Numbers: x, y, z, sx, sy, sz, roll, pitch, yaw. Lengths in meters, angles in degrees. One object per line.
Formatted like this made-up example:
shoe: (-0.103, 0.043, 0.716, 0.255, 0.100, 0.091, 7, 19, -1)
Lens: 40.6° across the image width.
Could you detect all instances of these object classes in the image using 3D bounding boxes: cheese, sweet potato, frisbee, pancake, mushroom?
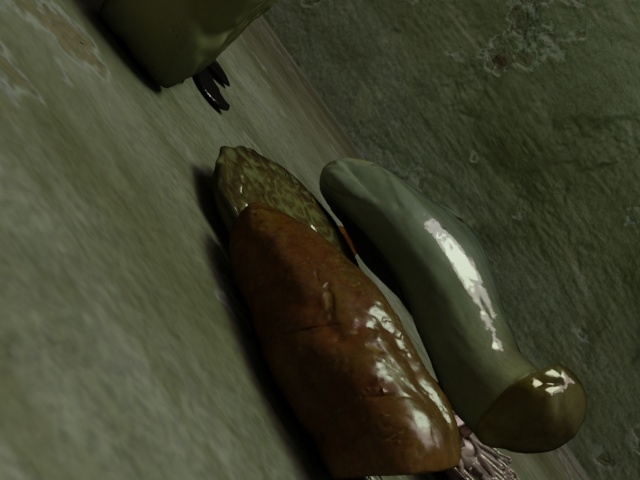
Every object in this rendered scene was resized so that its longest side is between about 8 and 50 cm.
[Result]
cheese: (-0.082, -0.281, 0.848, 0.115, 0.326, 0.318, 46, -27, -12)
sweet potato: (0.001, 0.064, 0.576, 0.252, 0.097, 0.097, 53, 7, 34)
frisbee: (-0.169, -0.245, 1.061, 0.187, 0.012, 0.211, 51, 10, -15)
pancake: (-0.016, 0.005, 0.762, 0.235, 0.029, 0.212, 40, 24, -42)
mushroom: (0.115, 0.060, 0.815, 0.159, 0.122, 0.329, 8, 38, -39)

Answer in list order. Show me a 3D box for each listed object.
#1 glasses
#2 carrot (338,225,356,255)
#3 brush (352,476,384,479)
glasses: (0.169, 0.203, 0.874, 0.162, 0.095, 0.255, 56, 13, 20)
carrot: (0.000, 0.000, 0.937, 0.043, 0.043, 0.248, 56, 11, 11)
brush: (0.110, 0.280, 0.548, 0.314, 0.017, 0.090, 55, 12, -1)
